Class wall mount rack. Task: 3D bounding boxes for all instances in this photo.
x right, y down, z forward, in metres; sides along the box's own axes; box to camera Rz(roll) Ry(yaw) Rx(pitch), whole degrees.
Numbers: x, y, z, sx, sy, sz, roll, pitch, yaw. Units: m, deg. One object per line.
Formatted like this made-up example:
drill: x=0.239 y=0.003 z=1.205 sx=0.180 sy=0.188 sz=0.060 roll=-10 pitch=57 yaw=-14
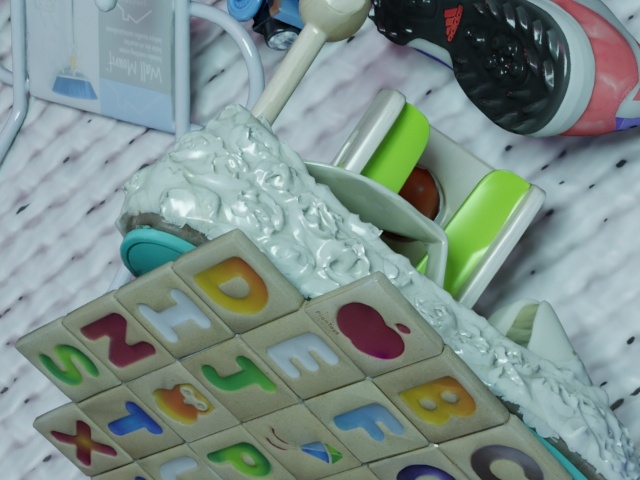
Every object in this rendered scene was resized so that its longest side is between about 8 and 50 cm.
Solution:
wall mount rack: x=-0.217 y=-0.103 z=1.169 sx=0.350 sy=0.130 sz=0.304 roll=17 pitch=114 yaw=35

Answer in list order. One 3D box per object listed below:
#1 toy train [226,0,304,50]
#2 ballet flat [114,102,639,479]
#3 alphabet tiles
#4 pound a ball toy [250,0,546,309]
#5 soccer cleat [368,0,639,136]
toy train: x=-0.026 y=-0.242 z=1.119 sx=0.105 sy=0.080 sz=0.184 roll=-29 pitch=59 yaw=37
ballet flat: x=0.069 y=0.058 z=0.856 sx=0.409 sy=0.147 sz=0.147 roll=37 pitch=94 yaw=-7
alphabet tiles: x=-0.028 y=0.129 z=0.871 sx=0.342 sy=0.285 sz=0.011 roll=-25 pitch=25 yaw=43
pound a ball toy: x=0.000 y=0.000 z=0.973 sx=0.208 sy=0.136 sz=0.319 roll=33 pitch=91 yaw=-6
soccer cleat: x=0.126 y=-0.167 z=1.019 sx=0.318 sy=0.116 sz=0.109 roll=53 pitch=131 yaw=48
